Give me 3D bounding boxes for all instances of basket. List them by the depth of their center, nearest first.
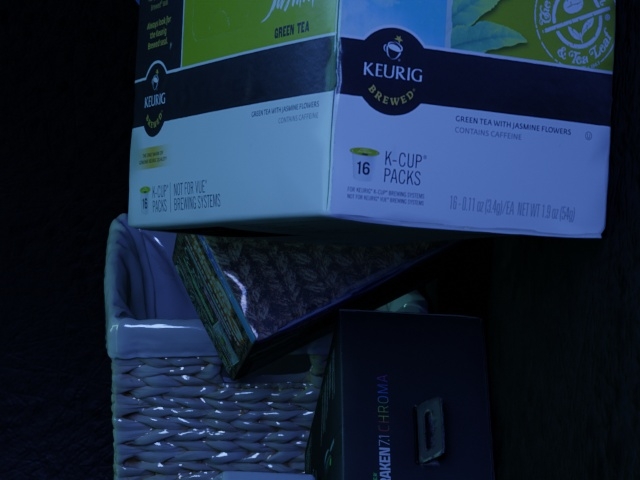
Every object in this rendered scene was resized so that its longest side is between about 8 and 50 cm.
[{"bbox_3d":[-0.066,0.140,2.061,0.331,0.328,0.266,-105,15,-70],"label":"basket"}]

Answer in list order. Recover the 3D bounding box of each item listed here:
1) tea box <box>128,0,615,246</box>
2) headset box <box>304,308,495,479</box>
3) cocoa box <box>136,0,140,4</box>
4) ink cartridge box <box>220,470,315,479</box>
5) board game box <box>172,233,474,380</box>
[{"bbox_3d":[0.029,-0.162,1.341,0.329,0.220,0.323,-1,86,62],"label":"tea box"},{"bbox_3d":[0.064,0.226,1.656,0.283,0.131,0.246,102,170,-54],"label":"headset box"},{"bbox_3d":[-0.052,-0.391,1.706,0.228,0.231,0.347,53,-132,-63],"label":"cocoa box"},{"bbox_3d":[-0.054,0.322,1.660,0.153,0.087,0.208,104,169,-58],"label":"ink cartridge box"},{"bbox_3d":[0.000,0.000,1.740,0.141,0.232,0.291,62,169,7],"label":"board game box"}]
